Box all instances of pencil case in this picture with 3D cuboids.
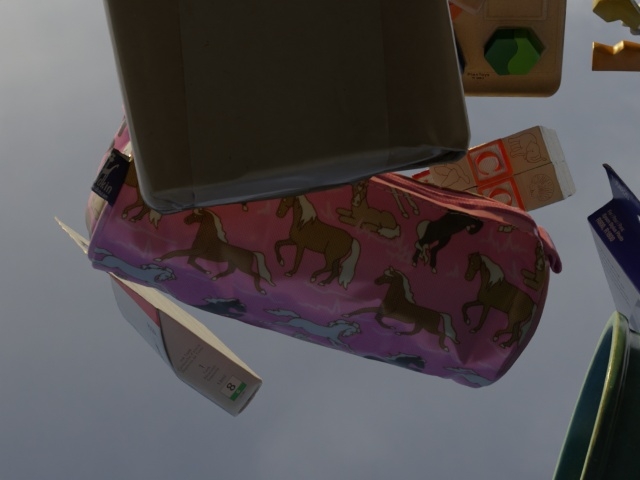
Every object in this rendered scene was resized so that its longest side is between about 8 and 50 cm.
[{"bbox_3d":[0.000,0.000,1.010,0.386,0.167,0.160,19,-113,-10],"label":"pencil case"}]

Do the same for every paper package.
[{"bbox_3d":[-0.048,-0.182,0.683,0.168,0.309,0.325,-10,-87,-8],"label":"paper package"}]

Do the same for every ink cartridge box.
[{"bbox_3d":[0.354,0.059,1.298,0.045,0.224,0.223,-23,-149,3],"label":"ink cartridge box"},{"bbox_3d":[-0.182,0.078,1.240,0.224,0.181,0.056,38,-93,-30],"label":"ink cartridge box"}]

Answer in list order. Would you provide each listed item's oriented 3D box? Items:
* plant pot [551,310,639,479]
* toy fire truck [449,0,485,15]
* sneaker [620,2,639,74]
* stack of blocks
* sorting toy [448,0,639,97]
[{"bbox_3d":[0.338,0.267,0.918,0.334,0.341,0.341,18,-130,10],"label":"plant pot"},{"bbox_3d":[0.162,-0.369,1.283,0.217,0.158,0.246,16,-141,19],"label":"toy fire truck"},{"bbox_3d":[0.496,-0.219,1.593,0.099,0.121,0.262,6,-124,-59],"label":"sneaker"},{"bbox_3d":[0.204,-0.066,1.432,0.171,0.297,0.087,-20,-91,14],"label":"stack of blocks"},{"bbox_3d":[0.235,-0.261,1.443,0.307,0.229,0.041,2,-133,9],"label":"sorting toy"}]
